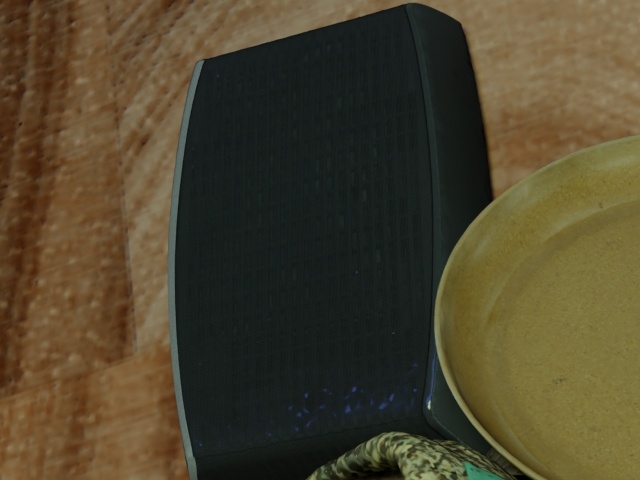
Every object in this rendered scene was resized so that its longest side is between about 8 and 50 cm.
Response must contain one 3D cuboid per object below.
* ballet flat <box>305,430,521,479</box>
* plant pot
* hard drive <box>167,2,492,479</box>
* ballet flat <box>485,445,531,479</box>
[{"bbox_3d":[-0.121,0.205,0.674,0.482,0.182,0.164,-31,41,18],"label":"ballet flat"},{"bbox_3d":[0.167,0.038,0.710,0.236,0.032,0.236,-5,43,5],"label":"plant pot"},{"bbox_3d":[0.000,0.000,0.842,0.172,0.054,0.255,-12,59,20],"label":"hard drive"},{"bbox_3d":[0.075,0.171,0.709,0.084,0.058,0.250,14,71,32],"label":"ballet flat"}]
